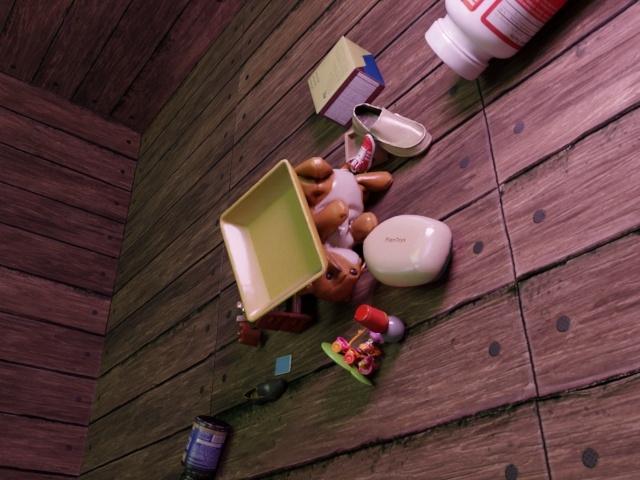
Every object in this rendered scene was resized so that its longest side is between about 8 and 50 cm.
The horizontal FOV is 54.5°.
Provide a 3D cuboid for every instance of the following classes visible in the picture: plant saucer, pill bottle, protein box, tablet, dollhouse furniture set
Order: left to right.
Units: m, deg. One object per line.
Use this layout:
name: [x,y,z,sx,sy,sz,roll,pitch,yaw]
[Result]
pill bottle: [-0.389,0.704,2.060,0.122,0.122,0.219,7,77,57]
dollhouse furniture set: [-0.159,0.229,2.014,0.374,0.152,0.201,126,149,-53]
plant saucer: [-0.117,0.007,1.673,0.332,0.081,0.333,-36,65,38]
tablet: [-0.117,0.391,1.946,0.083,0.006,0.054,-27,51,48]
protein box: [0.082,-0.522,2.065,0.201,0.135,0.200,-46,39,31]
pill bottle: [0.448,-0.588,1.469,0.408,0.229,0.229,-45,38,32]

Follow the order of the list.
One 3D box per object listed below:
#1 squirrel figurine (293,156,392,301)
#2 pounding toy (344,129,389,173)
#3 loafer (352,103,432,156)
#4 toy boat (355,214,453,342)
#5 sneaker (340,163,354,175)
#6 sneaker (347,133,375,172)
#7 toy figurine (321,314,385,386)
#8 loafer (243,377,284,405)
squirrel figurine: [0.000,0.000,1.794,0.396,0.280,0.371,-17,70,46]
pounding toy: [0.140,-0.262,1.882,0.130,0.100,0.141,-22,56,32]
loafer: [0.188,-0.314,1.752,0.268,0.092,0.102,24,78,33]
toy boat: [0.197,0.090,1.549,0.267,0.148,0.318,11,73,53]
sneaker: [0.063,-0.193,1.987,0.067,0.064,0.175,-43,8,-35]
sneaker: [0.116,-0.245,1.777,0.042,0.067,0.119,47,147,37]
toy figurine: [0.114,0.259,1.600,0.173,0.130,0.159,40,97,34]
loafer: [-0.175,0.470,1.934,0.170,0.061,0.062,-40,41,37]
